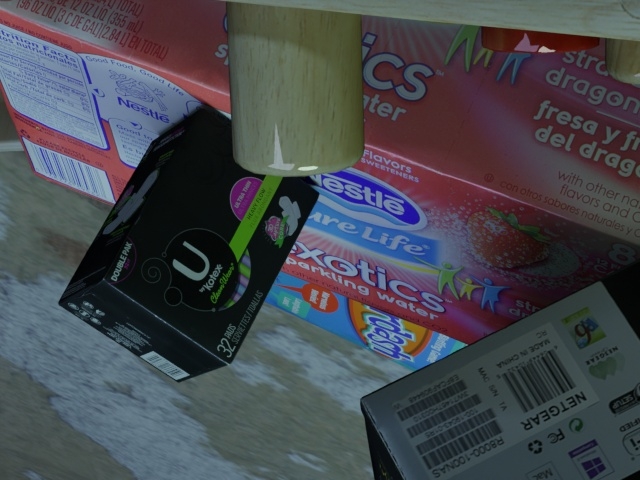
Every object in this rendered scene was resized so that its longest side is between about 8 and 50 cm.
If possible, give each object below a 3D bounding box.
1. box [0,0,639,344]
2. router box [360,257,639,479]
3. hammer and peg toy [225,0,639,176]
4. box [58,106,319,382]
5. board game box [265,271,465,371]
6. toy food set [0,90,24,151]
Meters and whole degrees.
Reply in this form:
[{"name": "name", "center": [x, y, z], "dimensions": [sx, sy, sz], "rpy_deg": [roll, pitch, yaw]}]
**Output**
[{"name": "box", "center": [0.021, -0.070, 0.751], "dimensions": [0.300, 0.142, 0.154], "rpy_deg": [21, 156, 14]}, {"name": "router box", "center": [0.173, 0.071, 0.703], "dimensions": [0.081, 0.308, 0.243], "rpy_deg": [61, 172, 26]}, {"name": "hammer and peg toy", "center": [0.075, -0.088, 0.507], "dimensions": [0.361, 0.266, 0.127], "rpy_deg": [12, 110, 41]}, {"name": "box", "center": [-0.051, 0.003, 0.688], "dimensions": [0.062, 0.083, 0.052], "rpy_deg": [35, 154, -17]}, {"name": "board game box", "center": [0.000, 0.000, 1.043], "dimensions": [0.210, 0.047, 0.160], "rpy_deg": [24, 157, 5]}, {"name": "toy food set", "center": [-0.238, -0.149, 0.927], "dimensions": [0.219, 0.092, 0.306], "rpy_deg": [0, 145, 47]}]
